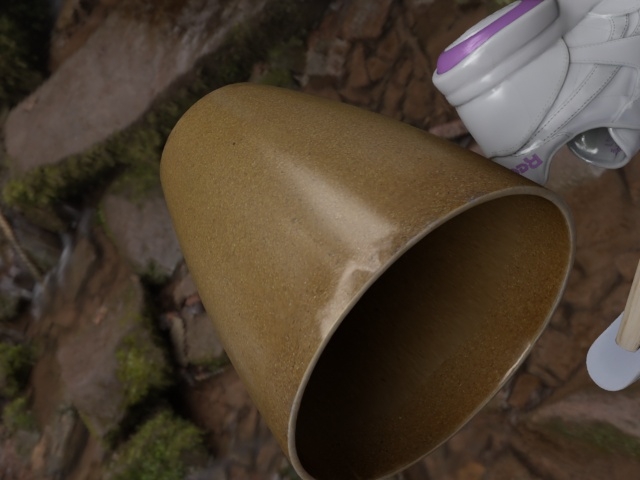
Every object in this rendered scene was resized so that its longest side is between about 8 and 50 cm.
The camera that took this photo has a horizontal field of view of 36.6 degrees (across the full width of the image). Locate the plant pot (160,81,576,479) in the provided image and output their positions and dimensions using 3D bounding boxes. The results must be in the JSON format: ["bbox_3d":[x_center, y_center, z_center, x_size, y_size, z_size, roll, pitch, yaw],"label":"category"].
[{"bbox_3d":[0.000,0.000,0.677,0.254,0.237,0.237,41,103,35],"label":"plant pot"}]

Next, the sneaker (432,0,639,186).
[{"bbox_3d":[0.232,-0.147,0.774,0.305,0.152,0.114,-32,6,-18],"label":"sneaker"}]

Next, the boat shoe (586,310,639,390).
[{"bbox_3d":[0.430,0.087,1.177,0.258,0.084,0.095,-50,56,39],"label":"boat shoe"}]

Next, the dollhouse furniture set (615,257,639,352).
[{"bbox_3d":[0.135,0.070,0.272,0.174,0.355,0.303,21,116,28],"label":"dollhouse furniture set"}]
